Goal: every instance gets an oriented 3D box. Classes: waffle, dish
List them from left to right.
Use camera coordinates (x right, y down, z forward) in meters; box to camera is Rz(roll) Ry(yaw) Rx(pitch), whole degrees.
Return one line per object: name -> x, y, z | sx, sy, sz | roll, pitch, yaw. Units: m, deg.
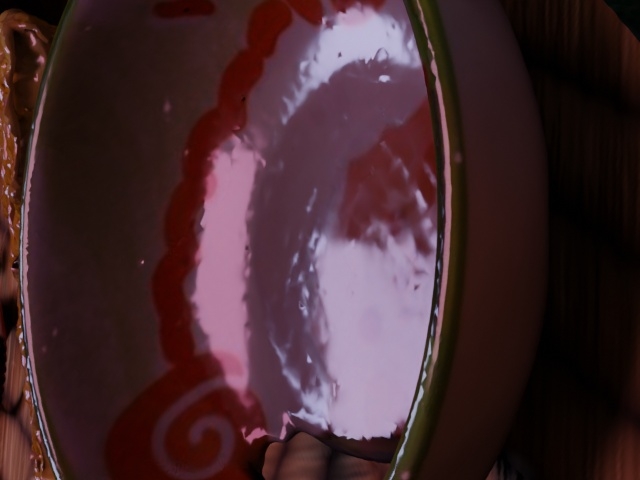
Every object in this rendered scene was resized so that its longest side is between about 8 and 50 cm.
waffle -> -0.145, 0.025, 1.062 | 0.283, 0.065, 0.309 | -111, 16, -55
dish -> 0.000, 0.000, 0.784 | 0.324, 0.124, 0.324 | -5, 84, 54

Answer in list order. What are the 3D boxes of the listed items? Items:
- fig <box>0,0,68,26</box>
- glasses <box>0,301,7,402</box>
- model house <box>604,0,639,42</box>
fig -> -0.227, -0.275, 1.210 | 0.369, 0.286, 0.286 | -62, 24, -10
glasses -> -0.292, 0.123, 1.368 | 0.162, 0.095, 0.255 | -127, 53, -66
model house -> 0.160, -0.218, 0.508 | 0.291, 0.184, 0.253 | -30, 49, 41
